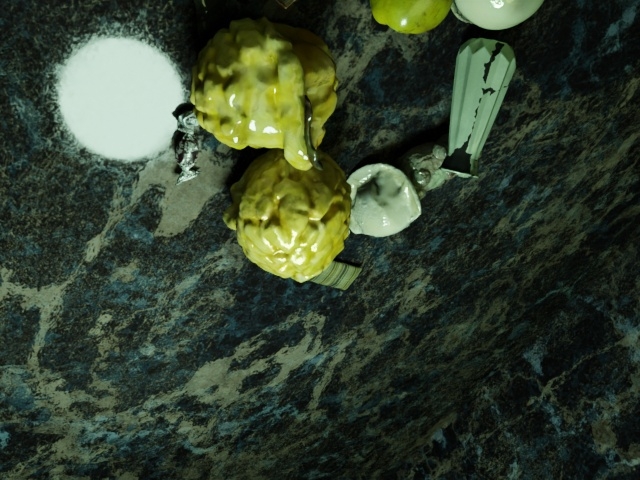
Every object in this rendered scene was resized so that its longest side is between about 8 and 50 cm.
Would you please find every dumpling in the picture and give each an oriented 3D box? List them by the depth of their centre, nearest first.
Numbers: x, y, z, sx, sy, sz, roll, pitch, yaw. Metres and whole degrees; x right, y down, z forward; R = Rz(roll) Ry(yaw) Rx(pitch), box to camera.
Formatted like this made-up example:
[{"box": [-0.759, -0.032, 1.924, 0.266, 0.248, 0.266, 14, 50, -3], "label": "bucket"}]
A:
[{"box": [0.167, -0.116, 1.906, 0.243, 0.175, 0.227, -26, 104, 11], "label": "dumpling"}]

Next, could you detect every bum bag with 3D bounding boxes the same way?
[{"box": [-0.245, -0.522, 1.374, 0.087, 0.049, 0.197, -38, 145, -29], "label": "bum bag"}]

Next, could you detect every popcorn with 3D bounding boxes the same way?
[{"box": [-0.107, -0.314, 1.431, 0.349, 0.381, 0.349, -33, 160, -14], "label": "popcorn"}, {"box": [-0.068, -0.073, 1.698, 0.344, 0.390, 0.354, -40, 108, -11], "label": "popcorn"}]

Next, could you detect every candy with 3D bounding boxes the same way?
[{"box": [-0.329, -0.235, 1.611, 0.094, 0.051, 0.226, -4, 133, -30], "label": "candy"}]

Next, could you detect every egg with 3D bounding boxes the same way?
[{"box": [0.484, -0.632, 1.579, 0.286, 0.174, 0.264, -13, 141, -23], "label": "egg"}]

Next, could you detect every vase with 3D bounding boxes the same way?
[{"box": [0.423, -0.359, 1.741, 0.165, 0.165, 0.360, 6, 100, -34], "label": "vase"}]

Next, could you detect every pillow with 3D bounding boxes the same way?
[{"box": [0.043, 0.115, 2.185, 0.203, 0.038, 0.113, 16, 123, -39], "label": "pillow"}]

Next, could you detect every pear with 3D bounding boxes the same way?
[{"box": [0.214, -0.575, 1.474, 0.200, 0.200, 0.200, -16, 137, -15], "label": "pear"}]

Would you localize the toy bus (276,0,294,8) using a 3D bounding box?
[{"box": [-0.034, -0.602, 1.387, 0.192, 0.077, 0.065, -42, 139, 17], "label": "toy bus"}]

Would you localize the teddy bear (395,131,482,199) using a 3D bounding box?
[{"box": [0.366, -0.237, 1.931, 0.267, 0.151, 0.236, -18, 159, -9], "label": "teddy bear"}]
